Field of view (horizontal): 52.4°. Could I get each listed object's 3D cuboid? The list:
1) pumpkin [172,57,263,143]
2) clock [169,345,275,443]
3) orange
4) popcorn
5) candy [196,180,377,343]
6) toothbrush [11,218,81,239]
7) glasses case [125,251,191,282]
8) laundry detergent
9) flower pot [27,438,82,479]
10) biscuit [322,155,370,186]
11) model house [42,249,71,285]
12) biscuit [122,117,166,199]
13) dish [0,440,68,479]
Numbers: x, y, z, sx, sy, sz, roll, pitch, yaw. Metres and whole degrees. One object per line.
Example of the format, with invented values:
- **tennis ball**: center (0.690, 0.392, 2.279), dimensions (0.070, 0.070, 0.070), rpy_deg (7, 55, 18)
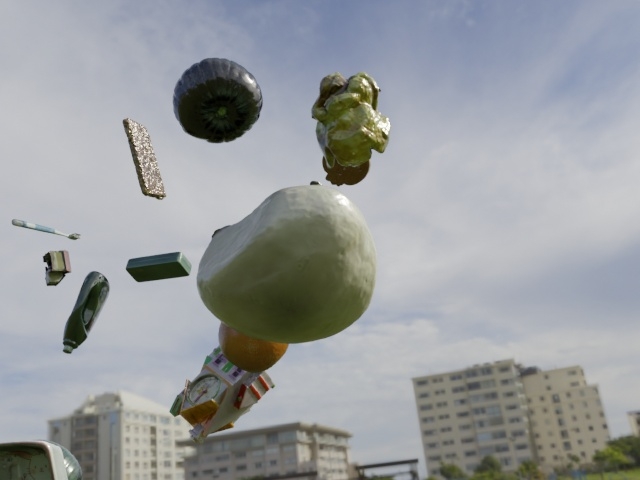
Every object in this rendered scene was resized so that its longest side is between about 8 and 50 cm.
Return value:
- **pumpkin**: center (-0.231, -0.313, 1.461), dimensions (0.201, 0.140, 0.202), rpy_deg (-9, -52, -12)
- **clock**: center (-0.344, 0.510, 2.154), dimensions (0.235, 0.309, 0.166), rpy_deg (22, -31, 44)
- **orange**: center (-0.173, 0.245, 1.734), dimensions (0.206, 0.206, 0.206), rpy_deg (-6, -21, -2)
- **popcorn**: center (0.088, -0.353, 1.926), dimensions (0.225, 0.276, 0.276), rpy_deg (-30, -17, -14)
- **candy**: center (-0.046, 0.087, 1.393), dimensions (0.386, 0.186, 0.427), rpy_deg (-30, -41, 12)
- **toothbrush**: center (-0.786, -0.030, 1.883), dimensions (0.025, 0.019, 0.275), rpy_deg (-11, -12, 15)
- **glasses case**: center (-0.479, 0.080, 1.926), dimensions (0.184, 0.039, 0.078), rpy_deg (-8, -40, 17)
- **laundry detergent**: center (-0.614, 0.190, 1.682), dimensions (0.063, 0.211, 0.137), rpy_deg (17, -36, -3)
- **flower pot**: center (-0.846, 0.716, 1.989), dimensions (0.189, 0.243, 0.157), rpy_deg (-52, 0, 10)
- **biscuit**: center (0.086, -0.262, 2.251), dimensions (0.170, 0.170, 0.050), rpy_deg (-13, 7, 15)
- **model house**: center (-0.681, 0.071, 1.689), dimensions (0.058, 0.083, 0.057), rpy_deg (-1, -20, -46)
- **biscuit**: center (-0.498, -0.230, 1.851), dimensions (0.025, 0.231, 0.131), rpy_deg (-19, -6, 11)
- **dish**: center (-0.455, 0.424, 1.036), dimensions (0.154, 0.234, 0.064), rpy_deg (-9, 3, 17)
